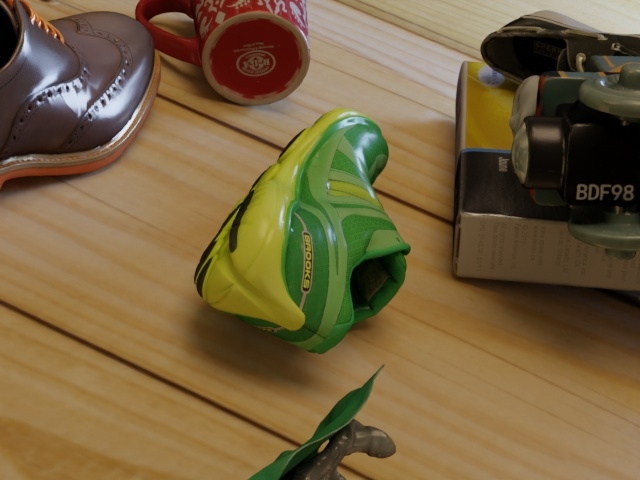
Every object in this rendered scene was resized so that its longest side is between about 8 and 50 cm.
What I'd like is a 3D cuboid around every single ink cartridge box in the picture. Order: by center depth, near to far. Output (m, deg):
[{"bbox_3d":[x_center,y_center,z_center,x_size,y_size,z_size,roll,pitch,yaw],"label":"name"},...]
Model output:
[{"bbox_3d":[0.262,-0.052,1.400,0.307,0.072,0.303,3,27,3],"label":"ink cartridge box"}]

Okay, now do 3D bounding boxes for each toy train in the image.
[{"bbox_3d":[0.299,-0.070,1.248,0.334,0.142,0.190,0,18,-2],"label":"toy train"}]

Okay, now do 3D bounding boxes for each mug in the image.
[{"bbox_3d":[-0.075,-0.187,1.503,0.113,0.150,0.169,45,19,-30],"label":"mug"}]

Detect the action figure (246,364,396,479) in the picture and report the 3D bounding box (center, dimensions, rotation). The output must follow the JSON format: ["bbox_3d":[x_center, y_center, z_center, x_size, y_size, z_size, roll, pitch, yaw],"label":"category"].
[{"bbox_3d":[-0.043,0.167,0.865,0.063,0.137,0.232,37,41,10],"label":"action figure"}]

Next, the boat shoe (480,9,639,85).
[{"bbox_3d":[0.225,-0.135,1.411,0.070,0.078,0.219,-19,27,-37],"label":"boat shoe"}]

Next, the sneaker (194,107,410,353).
[{"bbox_3d":[0.000,0.000,1.206,0.123,0.109,0.295,41,27,-5],"label":"sneaker"}]

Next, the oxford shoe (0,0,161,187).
[{"bbox_3d":[-0.214,-0.122,1.245,0.130,0.133,0.363,24,29,14],"label":"oxford shoe"}]
